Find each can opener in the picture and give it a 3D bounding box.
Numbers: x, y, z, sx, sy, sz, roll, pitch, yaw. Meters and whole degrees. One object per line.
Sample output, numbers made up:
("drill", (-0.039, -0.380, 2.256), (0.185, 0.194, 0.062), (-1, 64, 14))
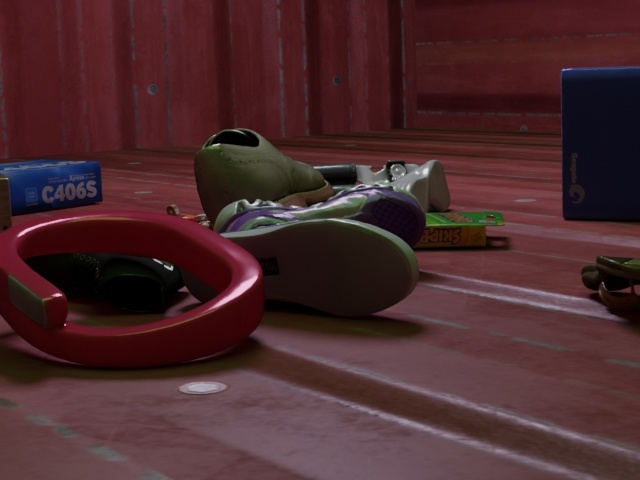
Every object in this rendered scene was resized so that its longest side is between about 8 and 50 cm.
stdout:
("can opener", (0.035, -0.078, 2.028), (0.280, 0.074, 0.093), (-2, -26, -13))

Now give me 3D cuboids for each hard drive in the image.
("hard drive", (0.484, -0.130, 1.717), (0.318, 0.210, 0.040), (2, 10, 27))

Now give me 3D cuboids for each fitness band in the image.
("fitness band", (-0.172, 0.036, 1.115), (0.209, 0.054, 0.291), (-10, 22, -30))

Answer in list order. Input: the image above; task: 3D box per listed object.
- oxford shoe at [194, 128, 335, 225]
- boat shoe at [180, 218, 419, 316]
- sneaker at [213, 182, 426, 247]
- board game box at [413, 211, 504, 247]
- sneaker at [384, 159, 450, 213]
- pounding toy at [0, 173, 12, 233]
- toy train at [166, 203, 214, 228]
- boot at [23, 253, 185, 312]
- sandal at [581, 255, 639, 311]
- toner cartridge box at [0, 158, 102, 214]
("oxford shoe", (-0.076, -0.086, 1.656), (0.140, 0.147, 0.397), (-27, 5, 6))
("boat shoe", (-0.012, 0.016, 1.218), (0.258, 0.095, 0.084), (4, 14, 32))
("sneaker", (0.000, 0.000, 1.382), (0.236, 0.095, 0.104), (-7, 15, 0))
("board game box", (0.102, -0.014, 1.616), (0.259, 0.039, 0.124), (-4, 8, 7))
("sneaker", (0.126, -0.068, 1.882), (0.094, 0.080, 0.212), (-11, 5, 25))
("pounding toy", (-0.517, -0.033, 1.687), (0.206, 0.094, 0.181), (-5, 8, -19))
("toy train", (-0.167, -0.042, 1.840), (0.125, 0.046, 0.166), (1, 9, 18))
("boot", (-0.233, 0.031, 1.267), (0.197, 0.077, 0.137), (-2, 13, 4))
("sandal", (0.278, 0.042, 1.162), (0.072, 0.049, 0.180), (4, -7, 0))
("toner cartridge box", (-0.549, -0.084, 2.128), (0.165, 0.075, 0.347), (3, 10, 39))
